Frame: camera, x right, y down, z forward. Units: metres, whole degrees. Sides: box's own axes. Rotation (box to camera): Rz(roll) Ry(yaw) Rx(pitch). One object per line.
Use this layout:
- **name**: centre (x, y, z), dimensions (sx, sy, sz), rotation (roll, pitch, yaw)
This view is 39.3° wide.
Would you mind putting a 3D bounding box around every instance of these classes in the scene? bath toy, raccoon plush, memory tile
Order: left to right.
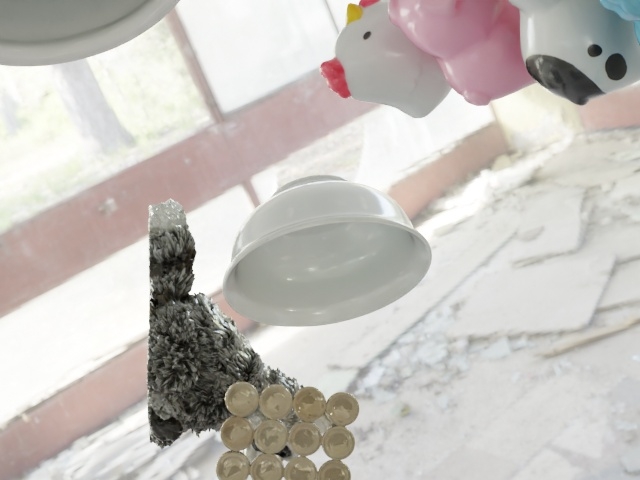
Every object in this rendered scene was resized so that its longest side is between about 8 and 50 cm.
- **raccoon plush**: centre (-0.125, 0.160, 1.443), dimensions (0.299, 0.446, 0.216), rotation (-1, 10, -8)
- **memory tile**: centre (-0.035, 0.213, 0.970), dimensions (0.148, 0.113, 0.012), rotation (6, -6, -5)
- **bath toy**: centre (0.118, -0.164, 0.670), dimensions (0.129, 0.151, 0.348), rotation (-17, 9, -31)

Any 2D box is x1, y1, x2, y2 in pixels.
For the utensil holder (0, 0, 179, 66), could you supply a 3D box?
- **utensil holder**: centre (-0.333, -0.441, 0.964), dimensions (0.328, 0.385, 0.327), rotation (-18, -22, -8)

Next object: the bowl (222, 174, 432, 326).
- **bowl**: centre (0.000, 0.000, 1.286), dimensions (0.298, 0.298, 0.134), rotation (-19, 58, 12)
